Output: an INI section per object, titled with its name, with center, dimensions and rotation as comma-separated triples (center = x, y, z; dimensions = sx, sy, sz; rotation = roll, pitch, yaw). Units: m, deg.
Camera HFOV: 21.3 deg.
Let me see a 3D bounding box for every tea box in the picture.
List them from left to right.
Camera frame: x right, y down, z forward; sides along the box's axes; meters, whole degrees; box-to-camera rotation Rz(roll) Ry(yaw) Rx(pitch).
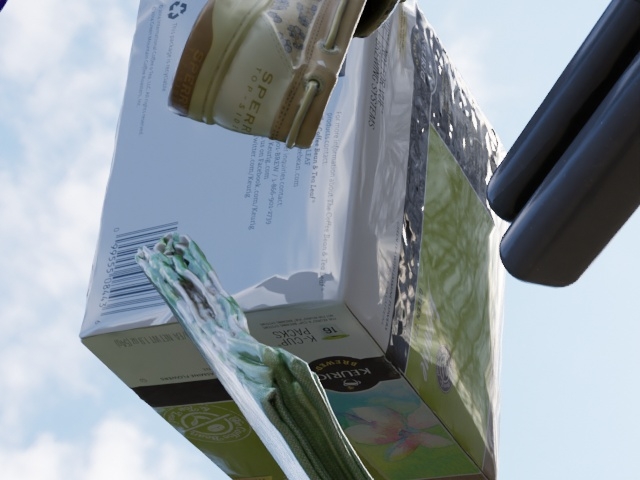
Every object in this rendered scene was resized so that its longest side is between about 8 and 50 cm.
[tea box]
center = 0.000, 0.000, 1.358
dimensions = 0.323, 0.220, 0.329
rotation = 51, -143, -48

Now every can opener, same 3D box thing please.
[can opener]
center = 0.130, -0.089, 0.728
dimensions = 0.095, 0.076, 0.283
rotation = 10, -42, -21

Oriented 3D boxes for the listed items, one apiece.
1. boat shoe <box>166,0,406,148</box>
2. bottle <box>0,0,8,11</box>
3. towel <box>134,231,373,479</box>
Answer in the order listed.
[boat shoe]
center = 0.008, -0.137, 1.011
dimensions = 0.285, 0.089, 0.104
rotation = -54, -12, -47
[bottle]
center = -0.264, -0.242, 0.966
dimensions = 0.092, 0.283, 0.118
rotation = -35, -24, 29
[towel]
center = -0.005, 0.122, 0.992
dimensions = 0.038, 0.325, 0.248
rotation = -35, -71, -7
